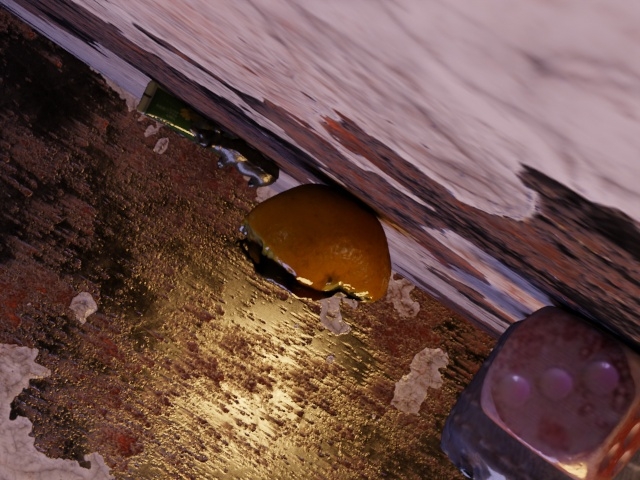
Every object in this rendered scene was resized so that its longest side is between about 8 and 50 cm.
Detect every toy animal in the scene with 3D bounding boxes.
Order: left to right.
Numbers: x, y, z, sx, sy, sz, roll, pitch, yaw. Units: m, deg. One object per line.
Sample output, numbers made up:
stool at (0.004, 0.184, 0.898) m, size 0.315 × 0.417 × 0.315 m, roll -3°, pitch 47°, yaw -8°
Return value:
toy animal at (-0.115, -0.115, 0.993) m, size 0.136 × 0.047 × 0.065 m, roll 35°, pitch 174°, yaw -17°

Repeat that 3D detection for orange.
orange at (0.000, 0.000, 0.751) m, size 0.160 × 0.112 × 0.170 m, roll 23°, pitch -158°, yaw 11°

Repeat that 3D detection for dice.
dice at (0.172, 0.105, 0.508) m, size 0.093 × 0.091 × 0.094 m, roll 34°, pitch 179°, yaw 36°

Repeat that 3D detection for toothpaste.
toothpaste at (-0.156, -0.146, 1.020) m, size 0.204 × 0.049 × 0.031 m, roll 31°, pitch 162°, yaw -31°

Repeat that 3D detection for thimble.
thimble at (0.248, 0.201, 0.756) m, size 0.236 × 0.172 × 0.205 m, roll 31°, pitch -175°, yaw -47°

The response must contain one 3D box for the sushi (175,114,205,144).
sushi at (-0.187, -0.174, 1.053) m, size 0.083 × 0.044 × 0.046 m, roll 32°, pitch 158°, yaw -3°
